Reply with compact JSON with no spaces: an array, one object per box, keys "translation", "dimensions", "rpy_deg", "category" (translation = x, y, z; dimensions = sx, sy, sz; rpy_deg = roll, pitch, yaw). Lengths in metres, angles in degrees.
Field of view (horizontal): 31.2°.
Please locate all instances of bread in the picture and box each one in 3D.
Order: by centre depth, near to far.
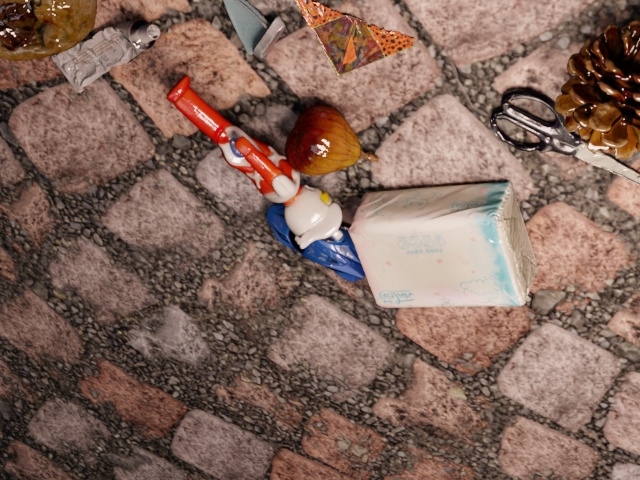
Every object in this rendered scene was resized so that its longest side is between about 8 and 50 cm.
[{"translation":[-0.480,-0.378,1.862],"dimensions":[0.230,0.123,0.230],"rpy_deg":[-4,150,-2],"category":"bread"}]

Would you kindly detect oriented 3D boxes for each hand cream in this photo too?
[{"translation":[-0.359,-0.323,1.954],"dimensions":[0.257,0.050,0.084],"rpy_deg":[-16,118,43],"category":"hand cream"}]

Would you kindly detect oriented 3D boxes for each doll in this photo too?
[{"translation":[-0.105,-0.129,1.930],"dimensions":[0.099,0.188,0.384],"rpy_deg":[-45,104,1],"category":"doll"}]

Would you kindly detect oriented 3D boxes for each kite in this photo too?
[{"translation":[0.041,-0.305,1.801],"dimensions":[0.222,0.008,0.125],"rpy_deg":[23,135,6],"category":"kite"}]

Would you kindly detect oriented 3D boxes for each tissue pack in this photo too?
[{"translation":[0.206,0.013,1.919],"dimensions":[0.271,0.124,0.201],"rpy_deg":[-3,123,29],"category":"tissue pack"}]

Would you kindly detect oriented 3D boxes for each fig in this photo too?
[{"translation":[0.017,-0.169,1.887],"dimensions":[0.119,0.153,0.119],"rpy_deg":[31,129,49],"category":"fig"}]

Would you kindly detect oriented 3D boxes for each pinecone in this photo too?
[{"translation":[0.426,-0.211,1.597],"dimensions":[0.179,0.150,0.195],"rpy_deg":[31,132,7],"category":"pinecone"}]

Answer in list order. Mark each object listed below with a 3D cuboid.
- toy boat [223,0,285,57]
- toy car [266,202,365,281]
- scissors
[{"translation":[-0.120,-0.354,1.828],"dimensions":[0.122,0.034,0.096],"rpy_deg":[42,134,0],"category":"toy boat"},{"translation":[0.000,0.000,2.047],"dimensions":[0.216,0.063,0.103],"rpy_deg":[27,135,3],"category":"toy car"},{"translation":[0.404,-0.136,1.762],"dimensions":[0.300,0.022,0.109],"rpy_deg":[29,139,0],"category":"scissors"}]
